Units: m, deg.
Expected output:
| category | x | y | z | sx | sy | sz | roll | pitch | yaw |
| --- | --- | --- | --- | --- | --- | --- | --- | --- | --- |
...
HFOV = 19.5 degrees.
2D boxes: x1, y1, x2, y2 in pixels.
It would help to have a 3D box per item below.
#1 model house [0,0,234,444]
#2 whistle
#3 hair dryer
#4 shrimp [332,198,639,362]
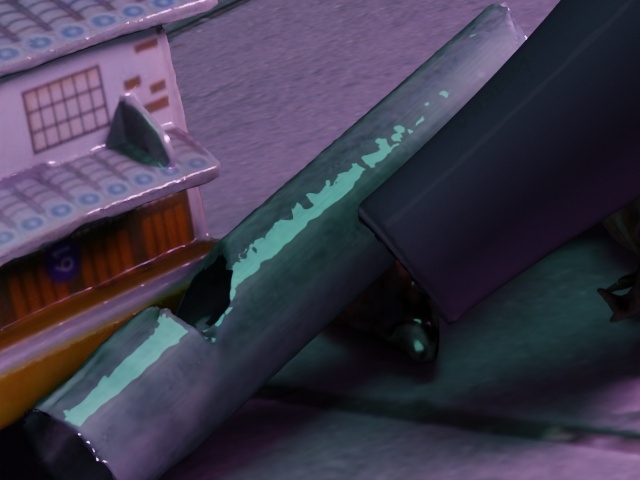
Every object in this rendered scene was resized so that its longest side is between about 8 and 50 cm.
| category | x | y | z | sx | sy | sz | roll | pitch | yaw |
| --- | --- | --- | --- | --- | --- | --- | --- | --- | --- |
| model house | -0.161 | -0.017 | 0.837 | 0.224 | 0.215 | 0.198 | -25 | 26 | -34 |
| whistle | 0.000 | 0.000 | 0.815 | 0.062 | 0.062 | 0.312 | 11 | 45 | 47 |
| hair dryer | 0.175 | -0.052 | 0.639 | 0.301 | 0.121 | 0.361 | -39 | 20 | 0 |
| shrimp | 0.103 | -0.011 | 0.889 | 0.247 | 0.085 | 0.360 | -23 | 20 | -2 |
